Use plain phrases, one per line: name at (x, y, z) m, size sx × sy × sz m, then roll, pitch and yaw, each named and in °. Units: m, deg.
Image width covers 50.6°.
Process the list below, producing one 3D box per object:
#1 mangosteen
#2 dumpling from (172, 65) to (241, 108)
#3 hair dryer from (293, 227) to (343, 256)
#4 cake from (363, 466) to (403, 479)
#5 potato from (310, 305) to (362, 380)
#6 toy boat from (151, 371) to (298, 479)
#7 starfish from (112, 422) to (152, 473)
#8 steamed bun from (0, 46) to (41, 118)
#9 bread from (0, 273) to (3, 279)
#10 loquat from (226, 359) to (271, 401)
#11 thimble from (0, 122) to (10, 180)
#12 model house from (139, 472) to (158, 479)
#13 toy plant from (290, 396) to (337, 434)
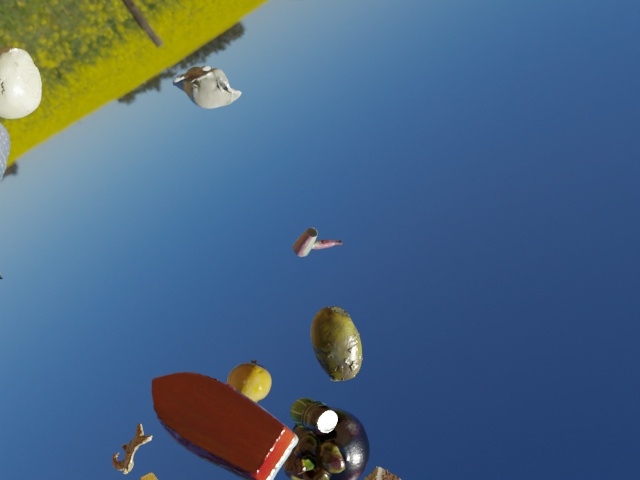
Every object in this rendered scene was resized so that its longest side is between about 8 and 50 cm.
mangosteen at (0.006, 0.657, 2.099) m, size 0.275 × 0.275 × 0.302 m, roll -22°, pitch 173°, yaw 28°
dumpling at (-0.302, -0.412, 1.775) m, size 0.188 × 0.127 × 0.108 m, roll 12°, pitch -107°, yaw 11°
hair dryer at (-0.001, 0.004, 2.128) m, size 0.154 × 0.054 × 0.106 m, roll 0°, pitch 147°, yaw -33°
cake at (0.166, 0.692, 1.774) m, size 0.134 × 0.147 × 0.135 m, roll -48°, pitch -177°, yaw 28°
potato at (0.049, 0.315, 2.075) m, size 0.149 × 0.251 × 0.113 m, roll -13°, pitch -163°, yaw -1°
toy boat at (-0.202, 0.358, 1.326) m, size 0.331 × 0.133 × 0.145 m, roll 23°, pitch -117°, yaw 27°
starfish at (-0.498, 0.563, 1.815) m, size 0.209 × 0.053 × 0.150 m, roll -44°, pitch -151°, yaw 38°
steamed bun at (-0.583, -0.290, 1.244) m, size 0.112 × 0.130 × 0.091 m, roll -4°, pitch -173°, yaw 17°
bread at (-0.763, 0.034, 1.498) m, size 0.160 × 0.140 × 0.169 m, roll -21°, pitch -171°, yaw 20°
loquat at (-0.270, 0.530, 2.476) m, size 0.172 × 0.149 × 0.204 m, roll -11°, pitch -151°, yaw 44°
thimble at (-0.920, -0.212, 1.739) m, size 0.236 × 0.205 × 0.172 m, roll -27°, pitch -127°, yaw 31°
model house at (-0.485, 0.713, 1.870) m, size 0.100 × 0.088 × 0.101 m, roll -29°, pitch 155°, yaw -43°
toy plant at (-0.028, 0.511, 1.981) m, size 0.093 × 0.093 × 0.162 m, roll -45°, pitch -153°, yaw -28°
